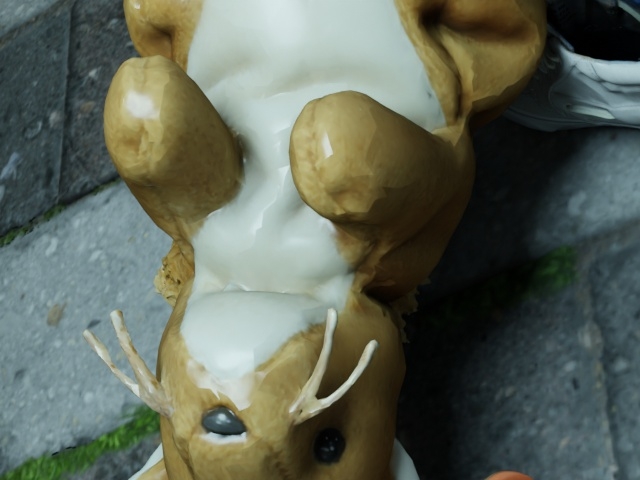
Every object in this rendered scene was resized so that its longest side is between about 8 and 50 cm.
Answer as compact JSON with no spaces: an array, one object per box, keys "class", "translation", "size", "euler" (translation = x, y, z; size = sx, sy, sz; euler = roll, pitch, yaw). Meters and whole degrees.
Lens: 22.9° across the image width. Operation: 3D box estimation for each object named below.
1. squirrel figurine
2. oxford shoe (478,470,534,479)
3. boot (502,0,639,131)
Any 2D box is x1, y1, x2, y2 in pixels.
[{"class":"squirrel figurine","translation":[0.000,0.000,0.964],"size":[0.281,0.397,0.371],"euler":[1,80,7]},{"class":"oxford shoe","translation":[0.038,0.246,0.926],"size":[0.271,0.097,0.098],"euler":[-57,32,-5]},{"class":"boot","translation":[0.171,-0.127,1.002],"size":[0.258,0.123,0.095],"euler":[15,76,46]}]
